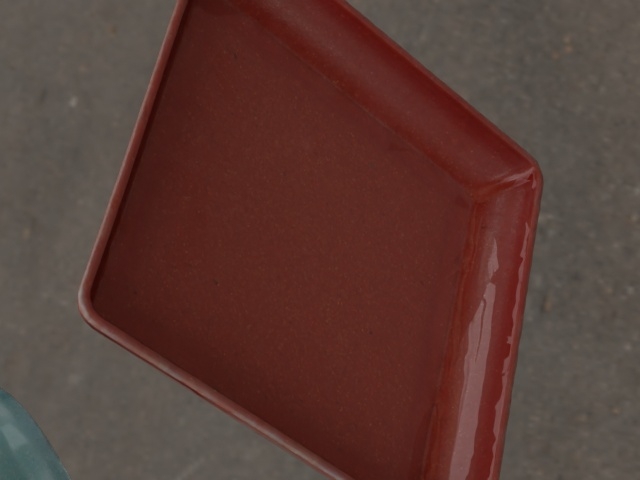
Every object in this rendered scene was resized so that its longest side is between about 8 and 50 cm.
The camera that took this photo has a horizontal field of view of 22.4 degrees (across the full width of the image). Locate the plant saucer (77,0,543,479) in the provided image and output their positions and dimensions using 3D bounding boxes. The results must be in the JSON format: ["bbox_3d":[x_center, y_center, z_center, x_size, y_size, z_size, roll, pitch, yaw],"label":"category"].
[{"bbox_3d":[0.000,0.000,0.818,0.047,0.259,0.258,-26,39,42],"label":"plant saucer"}]

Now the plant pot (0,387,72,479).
[{"bbox_3d":[-0.326,0.292,1.381,0.293,0.196,0.293,38,138,43],"label":"plant pot"}]
